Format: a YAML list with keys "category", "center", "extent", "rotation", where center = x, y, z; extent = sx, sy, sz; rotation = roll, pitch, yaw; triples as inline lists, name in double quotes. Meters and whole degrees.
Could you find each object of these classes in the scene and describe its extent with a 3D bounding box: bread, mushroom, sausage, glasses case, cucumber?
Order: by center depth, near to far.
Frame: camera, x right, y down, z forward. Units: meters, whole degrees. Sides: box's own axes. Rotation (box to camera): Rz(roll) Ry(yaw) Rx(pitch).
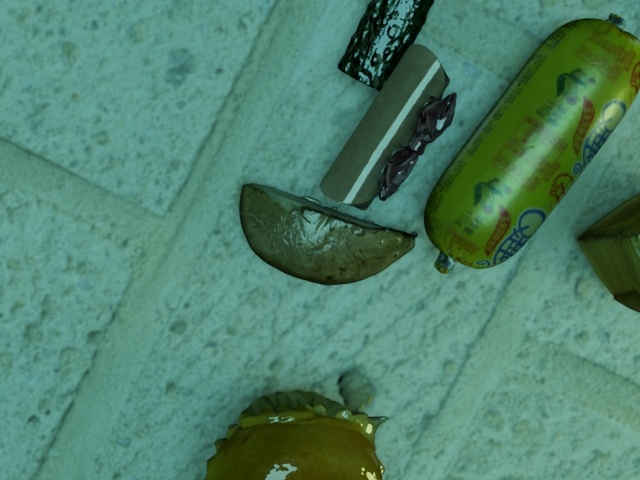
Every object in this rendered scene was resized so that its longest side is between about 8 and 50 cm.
- category: "bread"
  center: [0.378, 0.004, 1.013]
  extent: [0.152, 0.288, 0.119]
  rotation: [-35, 89, 1]
- category: "cucumber"
  center: [0.109, -0.304, 1.060]
  extent: [0.067, 0.067, 0.294]
  rotation: [26, 95, -7]
- category: "sausage"
  center: [0.234, -0.105, 1.065]
  extent: [0.123, 0.123, 0.347]
  rotation: [36, 93, -8]
- category: "glasses case"
  center: [0.095, -0.107, 1.073]
  extent: [0.070, 0.102, 0.193]
  rotation: [37, 96, 37]
- category: "bread"
  center: [-0.048, 0.366, 1.082]
  extent: [0.236, 0.183, 0.389]
  rotation: [3, 98, -7]
- category: "mushroom"
  center: [0.001, 0.001, 1.091]
  extent: [0.209, 0.072, 0.094]
  rotation: [20, 105, -7]
